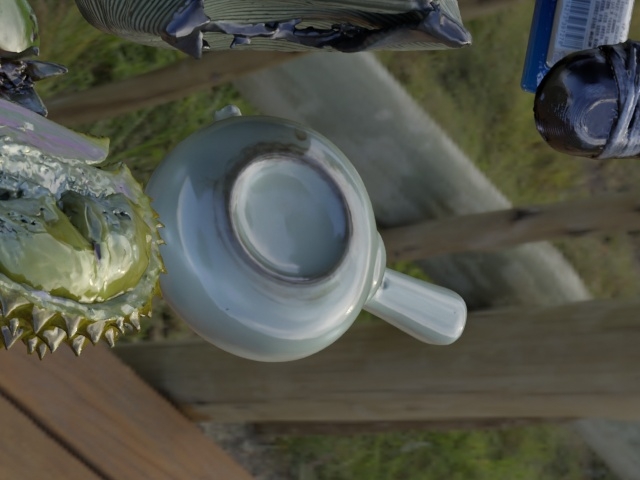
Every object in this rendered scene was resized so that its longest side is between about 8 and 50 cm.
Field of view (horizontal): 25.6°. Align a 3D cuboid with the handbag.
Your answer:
[{"bbox_3d":[-0.027,-0.249,1.062,0.340,0.240,0.247,-2,109,-15],"label":"handbag"}]

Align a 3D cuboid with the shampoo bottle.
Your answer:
[{"bbox_3d":[0.228,-0.183,1.241,0.087,0.050,0.183,8,98,-8],"label":"shampoo bottle"}]

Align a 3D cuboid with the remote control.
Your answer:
[{"bbox_3d":[0.277,-0.100,0.990,0.266,0.066,0.090,-7,104,-21],"label":"remote control"}]

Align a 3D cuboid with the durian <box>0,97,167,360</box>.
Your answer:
[{"bbox_3d":[-0.167,-0.006,0.663,0.208,0.102,0.146,28,29,-38],"label":"durian"}]

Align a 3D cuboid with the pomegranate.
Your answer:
[{"bbox_3d":[-0.356,-0.193,1.414,0.181,0.224,0.181,-25,132,-32],"label":"pomegranate"}]

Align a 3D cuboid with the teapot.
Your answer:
[{"bbox_3d":[-0.012,0.032,1.190,0.318,0.149,0.220,42,59,-13],"label":"teapot"}]
